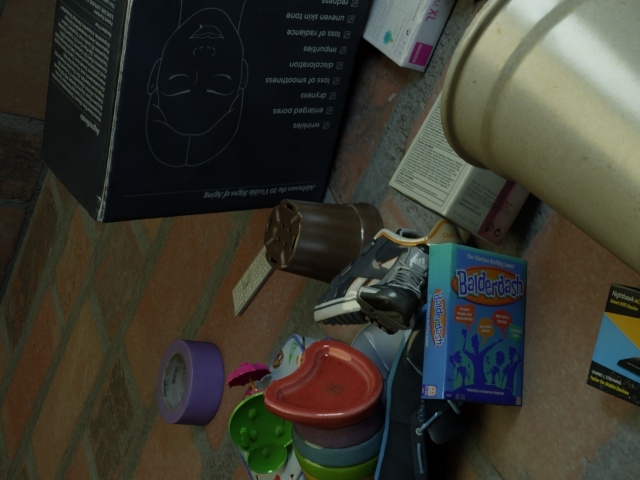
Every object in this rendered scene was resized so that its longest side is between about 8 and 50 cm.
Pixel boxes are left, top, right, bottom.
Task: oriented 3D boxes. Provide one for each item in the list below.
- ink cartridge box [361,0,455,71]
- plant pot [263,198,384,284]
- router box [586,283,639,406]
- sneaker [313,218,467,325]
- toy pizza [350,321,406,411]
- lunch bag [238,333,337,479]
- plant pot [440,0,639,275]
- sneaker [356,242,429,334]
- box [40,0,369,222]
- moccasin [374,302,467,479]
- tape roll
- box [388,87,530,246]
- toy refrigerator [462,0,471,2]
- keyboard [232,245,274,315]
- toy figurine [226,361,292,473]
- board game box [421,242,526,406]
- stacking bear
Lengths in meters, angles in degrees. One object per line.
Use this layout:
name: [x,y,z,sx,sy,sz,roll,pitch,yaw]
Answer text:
ink cartridge box: [0.129,-0.443,1.772,0.311,0.065,0.186,49,123,50]
plant pot: [0.000,0.000,1.753,0.167,0.165,0.167,-24,61,53]
router box: [0.406,0.135,1.167,0.179,0.046,0.133,20,98,59]
sneaker: [0.113,0.056,1.594,0.321,0.126,0.128,-20,69,42]
toy pizza: [0.124,0.219,1.585,0.201,0.032,0.201,0,90,41]
lunch bag: [-0.031,0.338,1.758,0.243,0.115,0.303,50,123,49]
plant pot: [0.356,-0.125,1.105,0.305,0.333,0.334,54,127,37]
sneaker: [0.115,0.054,1.380,0.132,0.086,0.229,-55,-2,-9]
box: [-0.209,-0.314,1.780,0.297,0.479,0.472,38,124,44]
moccasin: [0.171,0.255,1.457,0.116,0.137,0.342,22,121,33]
tape roll: [-0.294,0.318,2.220,0.189,0.080,0.189,-25,60,53]
box: [0.230,-0.133,1.405,0.232,0.126,0.148,-60,36,4]
toy refrigerator: [0.240,-0.531,1.591,0.102,0.094,0.270,-21,64,47]
keyboard: [-0.126,0.057,2.087,0.256,0.014,0.072,-52,41,37]
toy figurine: [-0.109,0.288,1.720,0.159,0.130,0.173,-120,26,-59]
board game box: [0.215,0.119,1.370,0.047,0.160,0.210,-9,75,51]
stacking bear: [0.030,0.332,1.556,0.164,0.175,0.289,16,128,31]
